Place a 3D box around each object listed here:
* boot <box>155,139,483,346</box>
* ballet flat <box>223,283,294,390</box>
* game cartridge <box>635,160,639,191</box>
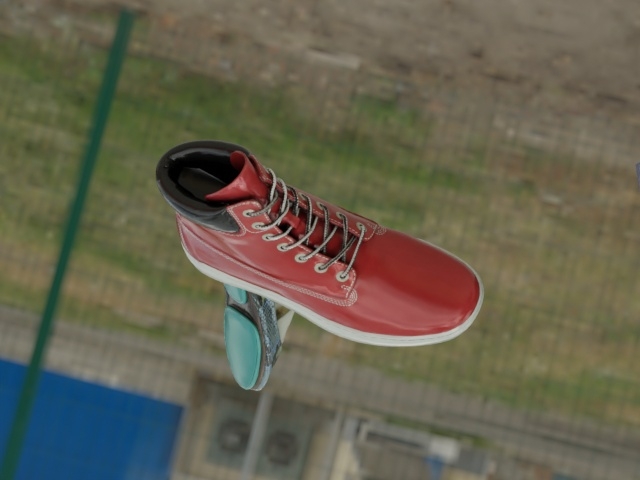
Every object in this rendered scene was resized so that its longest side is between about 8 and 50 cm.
[{"bbox_3d":[0.000,0.000,1.314,0.244,0.088,0.176,17,162,11],"label":"boot"},{"bbox_3d":[-0.052,0.050,1.569,0.070,0.070,0.188,12,131,19],"label":"ballet flat"},{"bbox_3d":[0.372,0.002,1.480,0.068,0.230,0.355,-12,175,-18],"label":"game cartridge"}]
